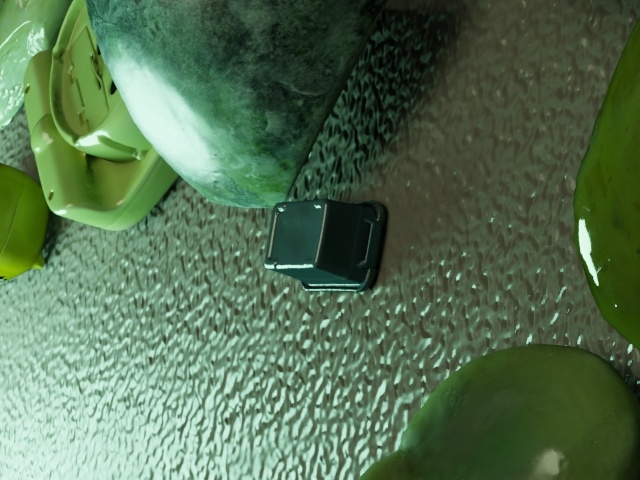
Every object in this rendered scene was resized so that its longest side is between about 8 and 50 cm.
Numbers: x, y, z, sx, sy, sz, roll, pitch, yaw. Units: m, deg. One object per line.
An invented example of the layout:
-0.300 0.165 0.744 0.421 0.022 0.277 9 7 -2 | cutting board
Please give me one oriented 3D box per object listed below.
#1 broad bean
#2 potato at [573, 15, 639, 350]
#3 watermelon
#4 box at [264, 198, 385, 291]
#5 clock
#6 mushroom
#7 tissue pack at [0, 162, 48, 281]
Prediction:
0.113 0.164 1.105 0.228 0.100 0.169 -57 45 22 | broad bean
0.254 -0.061 0.892 0.304 0.216 0.216 -57 38 22 | potato
-0.037 -0.199 1.378 0.290 0.214 0.319 -21 93 40 | watermelon
0.000 0.000 1.366 0.099 0.054 0.074 -3 73 55 | box
-0.174 -0.180 1.651 0.308 0.096 0.235 -50 40 30 | clock
-0.319 -0.260 1.903 0.333 0.087 0.107 -63 31 22 | mushroom
-0.371 -0.015 1.845 0.178 0.127 0.123 -15 58 51 | tissue pack
